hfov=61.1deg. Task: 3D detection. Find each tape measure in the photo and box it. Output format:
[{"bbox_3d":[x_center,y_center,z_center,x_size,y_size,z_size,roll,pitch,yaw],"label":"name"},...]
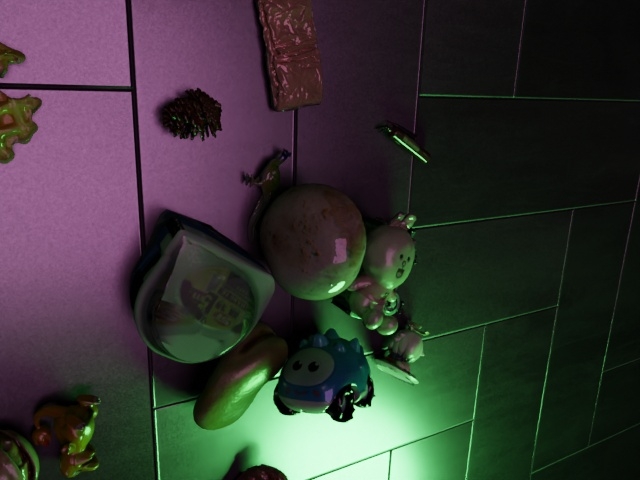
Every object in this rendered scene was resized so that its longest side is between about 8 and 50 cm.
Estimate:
[{"bbox_3d":[-0.247,0.109,1.086,0.259,0.138,0.262,33,87,-32],"label":"tape measure"}]

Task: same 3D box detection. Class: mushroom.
[{"bbox_3d":[0.000,0.000,1.159,0.243,0.243,0.244,-9,109,-28],"label":"mushroom"}]

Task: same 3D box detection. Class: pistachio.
[{"bbox_3d":[-0.584,0.425,1.010,0.113,0.113,0.149,-16,97,-26],"label":"pistachio"}]

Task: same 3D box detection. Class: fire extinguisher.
[{"bbox_3d":[0.207,-0.245,1.308,0.173,0.035,0.049,28,93,-37],"label":"fire extinguisher"}]

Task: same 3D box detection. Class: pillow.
[{"bbox_3d":[-0.057,-0.386,1.106,0.126,0.043,0.233,-19,111,-30],"label":"pillow"}]

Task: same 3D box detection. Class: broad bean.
[{"bbox_3d":[-0.176,0.307,1.185,0.263,0.121,0.189,-61,157,2],"label":"broad bean"}]

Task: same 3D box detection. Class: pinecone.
[{"bbox_3d":[-0.239,-0.236,1.014,0.109,0.102,0.102,-6,108,-18],"label":"pinecone"}]

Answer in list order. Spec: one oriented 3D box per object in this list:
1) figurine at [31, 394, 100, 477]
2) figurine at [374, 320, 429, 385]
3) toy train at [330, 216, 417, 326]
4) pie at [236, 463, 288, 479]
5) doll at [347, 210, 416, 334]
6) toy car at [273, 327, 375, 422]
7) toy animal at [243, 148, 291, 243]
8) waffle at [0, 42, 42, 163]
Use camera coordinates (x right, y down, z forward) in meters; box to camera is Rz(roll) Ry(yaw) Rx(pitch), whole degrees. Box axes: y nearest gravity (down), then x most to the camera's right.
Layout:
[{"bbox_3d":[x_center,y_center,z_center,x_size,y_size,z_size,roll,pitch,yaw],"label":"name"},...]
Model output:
[{"bbox_3d":[-0.499,0.389,1.061,0.122,0.121,0.176,6,114,-3],"label":"figurine"},{"bbox_3d":[0.232,0.289,1.441,0.132,0.132,0.154,40,72,-33],"label":"figurine"},{"bbox_3d":[0.137,0.079,1.322,0.154,0.115,0.270,20,94,-25],"label":"toy train"},{"bbox_3d":[-0.143,0.624,1.323,0.154,0.036,0.155,0,87,1],"label":"pie"},{"bbox_3d":[0.132,0.065,1.197,0.154,0.113,0.275,12,92,-41],"label":"doll"},{"bbox_3d":[0.013,0.303,1.254,0.255,0.188,0.190,-2,90,-60],"label":"toy car"},{"bbox_3d":[-0.133,-0.100,1.147,0.075,0.041,0.217,19,99,-39],"label":"toy animal"},{"bbox_3d":[-0.582,-0.218,0.838,0.261,0.056,0.250,31,88,-36],"label":"waffle"}]
